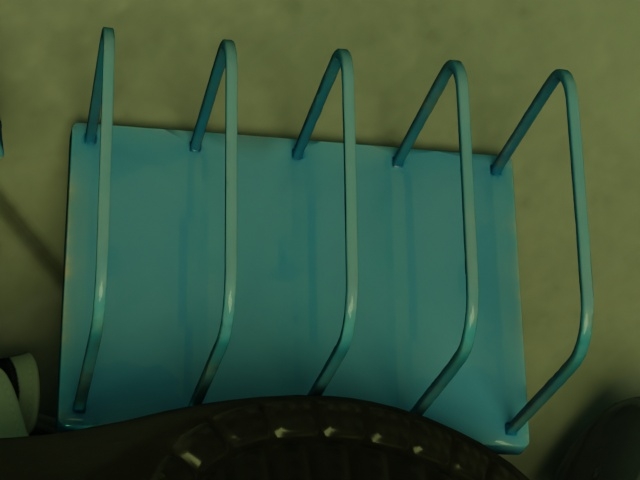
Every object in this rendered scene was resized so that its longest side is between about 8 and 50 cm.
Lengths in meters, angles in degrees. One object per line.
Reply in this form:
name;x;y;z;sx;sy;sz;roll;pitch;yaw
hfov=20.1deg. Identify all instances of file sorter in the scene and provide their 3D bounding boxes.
file sorter;0.000;0.000;0.627;0.170;0.104;0.118;4;66;-11

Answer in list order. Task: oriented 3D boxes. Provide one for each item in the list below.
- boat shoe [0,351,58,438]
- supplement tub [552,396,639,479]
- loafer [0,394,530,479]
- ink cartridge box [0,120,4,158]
boat shoe;-0.131;0.078;0.657;0.267;0.096;0.088;26;95;-16
supplement tub;0.185;0.140;0.719;0.198;0.106;0.106;32;97;-16
loafer;-0.075;0.125;0.593;0.366;0.130;0.133;8;66;-26
ink cartridge box;-0.188;-0.100;0.617;0.104;0.061;0.181;-19;107;-5
